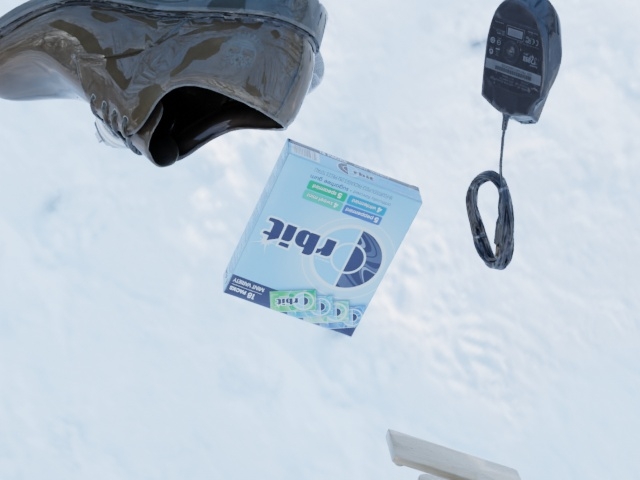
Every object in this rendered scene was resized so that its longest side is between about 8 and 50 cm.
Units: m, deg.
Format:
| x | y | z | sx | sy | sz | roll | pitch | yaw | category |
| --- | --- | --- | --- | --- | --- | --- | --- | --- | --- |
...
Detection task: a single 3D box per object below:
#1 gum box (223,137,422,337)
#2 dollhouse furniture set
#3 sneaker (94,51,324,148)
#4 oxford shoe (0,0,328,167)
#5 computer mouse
| x | y | z | sx | sy | sz | roll | pitch | yaw | category |
| --- | --- | --- | --- | --- | --- | --- | --- | --- | --- |
| 0.000 | 0.000 | 1.507 | 0.041 | 0.157 | 0.184 | -96 | 30 | -60 | gum box |
| 0.094 | 0.270 | 1.170 | 0.123 | 0.144 | 0.151 | 20 | 103 | -8 | dollhouse furniture set |
| -0.130 | -0.174 | 1.555 | 0.281 | 0.115 | 0.105 | -18 | 91 | -23 | sneaker |
| -0.112 | -0.092 | 0.797 | 0.227 | 0.083 | 0.096 | 1 | 71 | 28 | oxford shoe |
| 0.162 | -0.089 | 1.145 | 0.041 | 0.242 | 0.071 | -15 | 32 | -38 | computer mouse |
